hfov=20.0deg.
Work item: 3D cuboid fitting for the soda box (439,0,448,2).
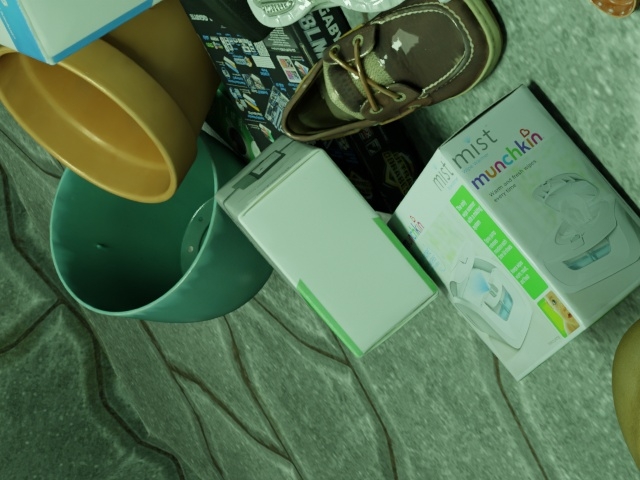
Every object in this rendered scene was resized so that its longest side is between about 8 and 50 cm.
[{"bbox_3d":[0.092,-0.328,1.648,0.216,0.074,0.069,57,162,-8],"label":"soda box"}]

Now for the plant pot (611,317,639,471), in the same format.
[{"bbox_3d":[0.359,0.137,1.635,0.237,0.237,0.254,58,175,-13],"label":"plant pot"}]

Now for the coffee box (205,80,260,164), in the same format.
[{"bbox_3d":[-0.093,-0.151,2.474,0.184,0.040,0.113,44,158,26],"label":"coffee box"}]

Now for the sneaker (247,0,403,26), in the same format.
[{"bbox_3d":[0.035,-0.282,1.853,0.232,0.115,0.090,-1,110,41],"label":"sneaker"}]

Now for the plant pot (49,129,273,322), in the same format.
[{"bbox_3d":[-0.194,-0.015,2.562,0.293,0.293,0.235,41,-169,35],"label":"plant pot"}]

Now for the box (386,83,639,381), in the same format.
[{"bbox_3d":[0.208,-0.004,1.870,0.231,0.127,0.262,50,163,6],"label":"box"}]

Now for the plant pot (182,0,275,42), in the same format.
[{"bbox_3d":[-0.097,-0.327,1.971,0.188,0.187,0.167,34,165,46],"label":"plant pot"}]

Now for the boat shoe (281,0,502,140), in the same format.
[{"bbox_3d":[0.061,-0.171,1.886,0.123,0.123,0.342,58,151,-9],"label":"boat shoe"}]

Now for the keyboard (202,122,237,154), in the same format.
[{"bbox_3d":[-0.108,-0.115,2.623,0.256,0.014,0.072,43,159,31],"label":"keyboard"}]

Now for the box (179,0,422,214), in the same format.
[{"bbox_3d":[-0.025,-0.182,2.204,0.293,0.073,0.295,60,160,-21],"label":"box"}]

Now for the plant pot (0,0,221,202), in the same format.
[{"bbox_3d":[-0.255,-0.219,2.355,0.291,0.203,0.291,28,156,14],"label":"plant pot"}]

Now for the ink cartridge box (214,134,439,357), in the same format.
[{"bbox_3d":[0.000,0.000,2.061,0.211,0.121,0.289,49,177,-10],"label":"ink cartridge box"}]

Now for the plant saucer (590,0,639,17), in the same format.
[{"bbox_3d":[0.243,-0.229,1.549,0.083,0.013,0.083,46,160,22],"label":"plant saucer"}]

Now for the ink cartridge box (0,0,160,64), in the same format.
[{"bbox_3d":[-0.326,-0.381,2.245,0.395,0.285,0.166,24,144,56],"label":"ink cartridge box"}]
